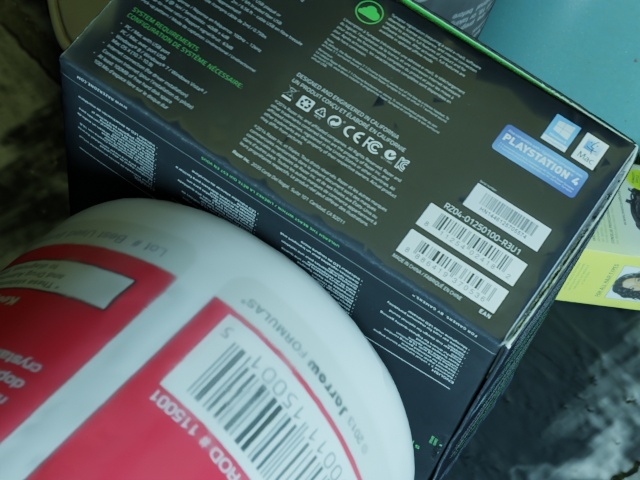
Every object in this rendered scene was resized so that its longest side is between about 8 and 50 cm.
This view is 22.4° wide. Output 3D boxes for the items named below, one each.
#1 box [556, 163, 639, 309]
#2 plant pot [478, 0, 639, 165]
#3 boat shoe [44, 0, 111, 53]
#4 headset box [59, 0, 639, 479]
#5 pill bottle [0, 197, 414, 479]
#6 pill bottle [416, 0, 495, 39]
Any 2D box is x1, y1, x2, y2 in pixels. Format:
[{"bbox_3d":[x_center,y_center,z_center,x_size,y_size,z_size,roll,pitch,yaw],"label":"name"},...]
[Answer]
[{"bbox_3d":[0.185,-0.006,1.063,0.232,0.058,0.087,6,50,-14],"label":"box"},{"bbox_3d":[0.248,-0.217,1.143,0.293,0.235,0.293,10,48,-11],"label":"plant pot"},{"bbox_3d":[-0.144,-0.209,1.110,0.112,0.095,0.335,-23,50,9],"label":"boat shoe"},{"bbox_3d":[0.000,0.000,0.854,0.246,0.283,0.131,33,64,11],"label":"headset box"},{"bbox_3d":[-0.152,0.177,0.677,0.229,0.229,0.407,35,49,11],"label":"pill bottle"},{"bbox_3d":[0.038,-0.205,1.002,0.176,0.318,0.176,9,49,-11],"label":"pill bottle"}]
